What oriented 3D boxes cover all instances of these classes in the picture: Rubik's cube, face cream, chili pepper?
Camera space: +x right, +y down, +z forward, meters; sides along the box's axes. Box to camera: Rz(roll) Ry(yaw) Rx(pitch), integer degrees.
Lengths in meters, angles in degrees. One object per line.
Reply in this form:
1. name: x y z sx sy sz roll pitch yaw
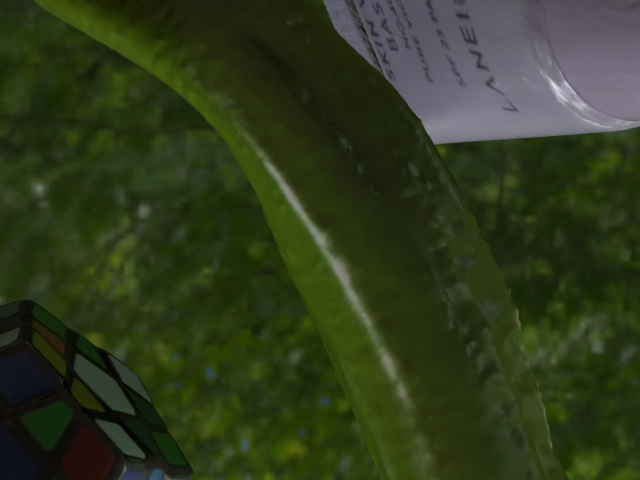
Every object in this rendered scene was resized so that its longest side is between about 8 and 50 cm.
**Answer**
1. Rubik's cube: -0.109 0.086 0.591 0.133 0.133 0.112 -4 165 -14
2. face cream: 0.077 -0.100 0.736 0.096 0.154 0.274 -36 -157 -24
3. chili pepper: 0.000 0.000 0.331 0.052 0.050 0.201 -15 -108 -53
